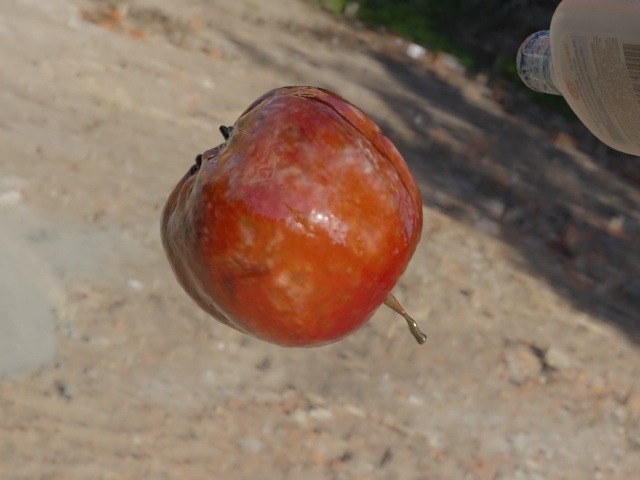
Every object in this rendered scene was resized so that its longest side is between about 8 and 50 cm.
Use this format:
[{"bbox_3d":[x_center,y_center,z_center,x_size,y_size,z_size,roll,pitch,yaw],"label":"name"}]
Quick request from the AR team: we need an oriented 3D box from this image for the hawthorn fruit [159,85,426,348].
[{"bbox_3d":[0.000,0.000,1.440,0.271,0.242,0.242,42,13,-5],"label":"hawthorn fruit"}]

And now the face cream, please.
[{"bbox_3d":[0.269,-0.148,1.413,0.163,0.080,0.336,65,-11,-16],"label":"face cream"}]
